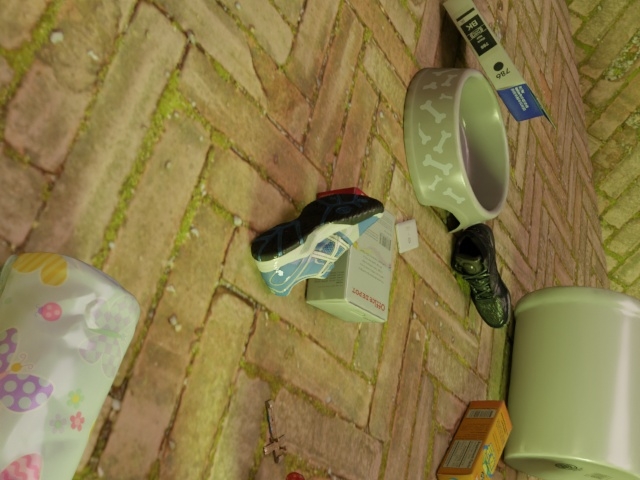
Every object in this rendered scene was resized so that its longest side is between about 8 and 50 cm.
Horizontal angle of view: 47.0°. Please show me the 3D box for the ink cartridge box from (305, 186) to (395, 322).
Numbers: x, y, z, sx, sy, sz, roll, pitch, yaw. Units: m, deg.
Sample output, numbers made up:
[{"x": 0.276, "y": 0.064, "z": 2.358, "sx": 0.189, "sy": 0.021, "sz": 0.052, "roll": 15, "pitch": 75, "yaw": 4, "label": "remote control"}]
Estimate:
[{"x": 0.047, "y": 0.026, "z": 1.104, "sx": 0.127, "sy": 0.072, "sz": 0.175, "roll": 32, "pitch": 58, "yaw": -51, "label": "ink cartridge box"}]

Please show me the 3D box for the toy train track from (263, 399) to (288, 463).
[{"x": -0.057, "y": 0.248, "z": 0.956, "sx": 0.048, "sy": 0.014, "sz": 0.083, "roll": -16, "pitch": 98, "yaw": -58, "label": "toy train track"}]

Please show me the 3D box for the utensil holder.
[{"x": 0.594, "y": 0.344, "z": 1.698, "sx": 0.327, "sy": 0.328, "sz": 0.385, "roll": 44, "pitch": 53, "yaw": -46, "label": "utensil holder"}]

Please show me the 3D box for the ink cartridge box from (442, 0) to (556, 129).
[{"x": 0.382, "y": -0.374, "z": 1.579, "sx": 0.165, "sy": 0.065, "sz": 0.332, "roll": 30, "pitch": 32, "yaw": -56, "label": "ink cartridge box"}]

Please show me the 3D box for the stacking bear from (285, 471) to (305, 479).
[{"x": 0.005, "y": 0.419, "z": 0.904, "sx": 0.289, "sy": 0.164, "sz": 0.175, "roll": 62, "pitch": 38, "yaw": -24, "label": "stacking bear"}]

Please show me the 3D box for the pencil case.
[{"x": -0.244, "y": 0.142, "z": 0.584, "sx": 0.124, "sy": 0.114, "sz": 0.273, "roll": 40, "pitch": 52, "yaw": -36, "label": "pencil case"}]

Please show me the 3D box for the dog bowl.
[{"x": 0.290, "y": -0.191, "z": 1.503, "sx": 0.349, "sy": 0.102, "sz": 0.348, "roll": 17, "pitch": 70, "yaw": -56, "label": "dog bowl"}]

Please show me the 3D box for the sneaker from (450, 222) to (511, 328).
[{"x": 0.332, "y": 0.084, "z": 1.541, "sx": 0.130, "sy": 0.087, "sz": 0.227, "roll": -18, "pitch": 97, "yaw": -56, "label": "sneaker"}]

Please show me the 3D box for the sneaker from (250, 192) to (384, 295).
[{"x": 0.000, "y": 0.000, "z": 1.003, "sx": 0.211, "sy": 0.080, "sz": 0.081, "roll": -27, "pitch": 124, "yaw": -25, "label": "sneaker"}]

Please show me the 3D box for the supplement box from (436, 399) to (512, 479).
[{"x": 0.307, "y": 0.413, "z": 1.451, "sx": 0.233, "sy": 0.080, "sz": 0.078, "roll": -43, "pitch": 118, "yaw": -50, "label": "supplement box"}]

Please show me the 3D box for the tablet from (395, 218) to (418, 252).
[{"x": 0.160, "y": -0.009, "z": 1.353, "sx": 0.083, "sy": 0.006, "sz": 0.054, "roll": -15, "pitch": 98, "yaw": -57, "label": "tablet"}]
